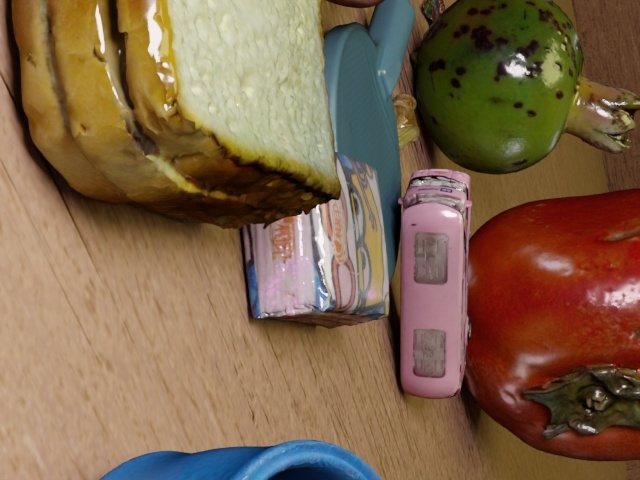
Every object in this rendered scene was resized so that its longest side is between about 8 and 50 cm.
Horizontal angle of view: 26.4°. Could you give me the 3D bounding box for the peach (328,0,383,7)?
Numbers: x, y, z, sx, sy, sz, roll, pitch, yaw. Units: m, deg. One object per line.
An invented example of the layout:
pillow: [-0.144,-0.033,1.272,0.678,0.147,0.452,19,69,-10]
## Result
peach: [0.037,-0.264,1.066,0.152,0.152,0.152,-7,90,-73]

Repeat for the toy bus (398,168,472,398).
toy bus: [0.103,0.042,1.211,0.090,0.063,0.203,-64,155,-65]

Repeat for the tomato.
tomato: [0.307,0.087,1.465,0.290,0.325,0.293,-71,146,-53]

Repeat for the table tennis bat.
table tennis bat: [0.042,-0.098,1.166,0.329,0.044,0.215,-78,155,-43]

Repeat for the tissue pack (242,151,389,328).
tissue pack: [0.000,0.000,0.944,0.155,0.065,0.115,16,67,-72]

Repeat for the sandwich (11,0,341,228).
sandwich: [-0.075,-0.148,0.715,0.249,0.095,0.273,17,66,-72]

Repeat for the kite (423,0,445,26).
kite: [0.145,-0.243,1.615,0.190,0.010,0.159,50,36,-59]

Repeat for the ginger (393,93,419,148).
ginger: [0.080,-0.113,1.310,0.097,0.030,0.048,-48,127,-66]

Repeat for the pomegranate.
pomegranate: [0.214,-0.161,1.427,0.202,0.248,0.202,17,90,-85]

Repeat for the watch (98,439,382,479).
watch: [-0.036,0.194,0.623,0.200,0.171,0.196,48,37,-38]
